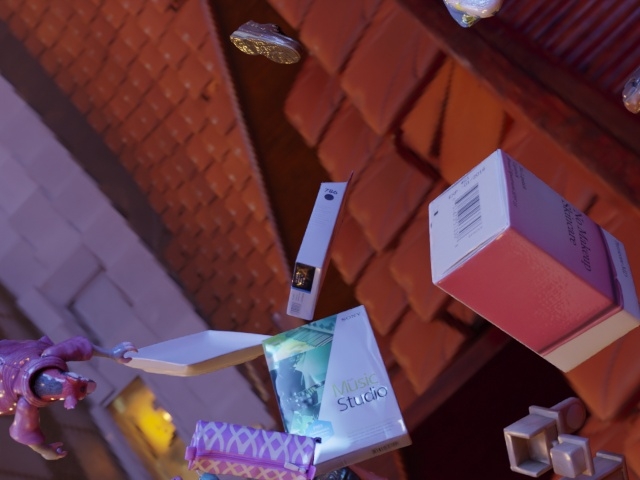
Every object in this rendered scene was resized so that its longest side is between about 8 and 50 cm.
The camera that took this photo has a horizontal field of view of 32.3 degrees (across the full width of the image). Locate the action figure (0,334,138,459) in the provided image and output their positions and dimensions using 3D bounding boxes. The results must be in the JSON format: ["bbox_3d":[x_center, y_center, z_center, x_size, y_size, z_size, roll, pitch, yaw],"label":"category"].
[{"bbox_3d":[-0.519,0.230,1.985,0.275,0.248,0.370,38,158,-26],"label":"action figure"}]

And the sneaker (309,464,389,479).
[{"bbox_3d":[0.145,0.585,2.416,0.447,0.169,0.257,22,-172,31],"label":"sneaker"}]

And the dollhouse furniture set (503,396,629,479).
[{"bbox_3d":[0.433,0.357,1.356,0.355,0.174,0.303,2,108,54],"label":"dollhouse furniture set"}]

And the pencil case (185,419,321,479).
[{"bbox_3d":[-0.105,0.335,1.723,0.206,0.086,0.088,9,-164,-4],"label":"pencil case"}]

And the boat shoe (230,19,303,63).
[{"bbox_3d":[-0.092,-0.370,2.024,0.178,0.060,0.064,23,163,44],"label":"boat shoe"}]

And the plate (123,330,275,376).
[{"bbox_3d":[-0.270,0.255,2.471,0.277,0.045,0.278,-11,-173,-43],"label":"plate"}]

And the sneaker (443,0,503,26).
[{"bbox_3d":[0.262,-0.410,1.872,0.126,0.091,0.240,47,-171,-36],"label":"sneaker"}]

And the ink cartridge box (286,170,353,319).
[{"bbox_3d":[0.000,0.000,2.413,0.065,0.165,0.333,14,-138,5],"label":"ink cartridge box"}]

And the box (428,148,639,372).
[{"bbox_3d":[0.256,0.026,1.335,0.232,0.127,0.149,33,-144,-24],"label":"box"}]

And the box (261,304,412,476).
[{"bbox_3d":[0.027,0.301,2.231,0.058,0.232,0.322,69,-179,-50],"label":"box"}]

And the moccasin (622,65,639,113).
[{"bbox_3d":[0.780,-0.367,2.237,0.147,0.380,0.139,57,169,-4],"label":"moccasin"}]

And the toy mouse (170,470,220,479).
[{"bbox_3d":[-0.217,0.434,1.876,0.161,0.143,0.031,7,179,-17],"label":"toy mouse"}]
